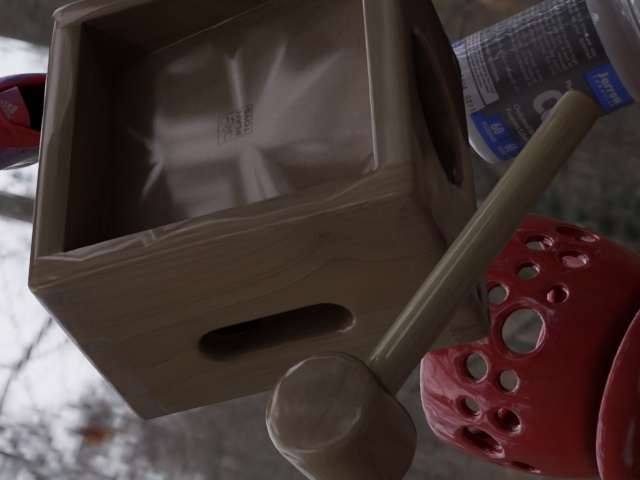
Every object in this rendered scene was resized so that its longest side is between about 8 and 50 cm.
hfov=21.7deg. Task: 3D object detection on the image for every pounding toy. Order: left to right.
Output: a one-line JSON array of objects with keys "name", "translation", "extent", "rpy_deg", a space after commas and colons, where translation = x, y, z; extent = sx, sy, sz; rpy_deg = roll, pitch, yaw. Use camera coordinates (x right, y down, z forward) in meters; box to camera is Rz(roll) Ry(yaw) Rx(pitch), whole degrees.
[{"name": "pounding toy", "translation": [0.009, 0.002, 0.536], "extent": [0.094, 0.181, 0.206], "rpy_deg": [59, -158, -48]}]

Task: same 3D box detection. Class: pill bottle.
[{"name": "pill bottle", "translation": [0.146, -0.105, 0.979], "extent": [0.078, 0.137, 0.078], "rpy_deg": [52, -156, -35]}]

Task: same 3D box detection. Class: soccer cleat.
[{"name": "soccer cleat", "translation": [-0.341, -0.101, 1.566], "extent": [0.318, 0.116, 0.108], "rpy_deg": [-23, -93, -53]}]

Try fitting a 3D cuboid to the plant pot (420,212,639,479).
[{"name": "plant pot", "translation": [0.195, 0.090, 1.235], "extent": [0.191, 0.174, 0.191], "rpy_deg": [-31, -50, -45]}]
